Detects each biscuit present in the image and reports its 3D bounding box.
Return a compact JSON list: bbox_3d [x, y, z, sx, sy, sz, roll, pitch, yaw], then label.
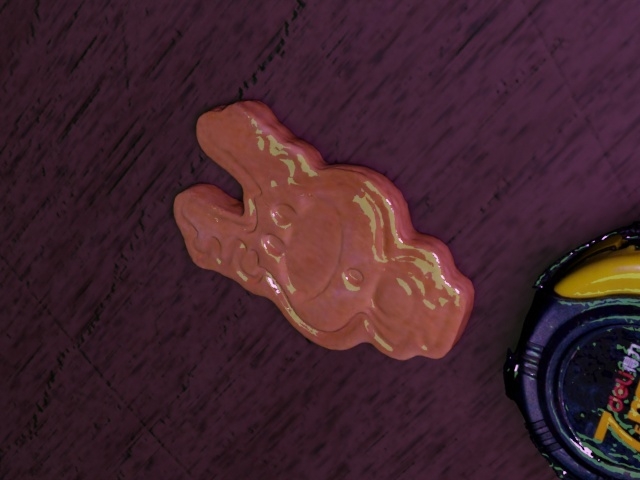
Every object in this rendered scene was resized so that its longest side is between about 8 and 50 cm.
[{"bbox_3d":[0.000,0.003,1.337,0.236,0.040,0.144,33,130,19],"label":"biscuit"}]

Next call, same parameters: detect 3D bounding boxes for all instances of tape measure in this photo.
[{"bbox_3d":[0.216,0.073,1.184,0.186,0.112,0.199,22,116,14],"label":"tape measure"}]
